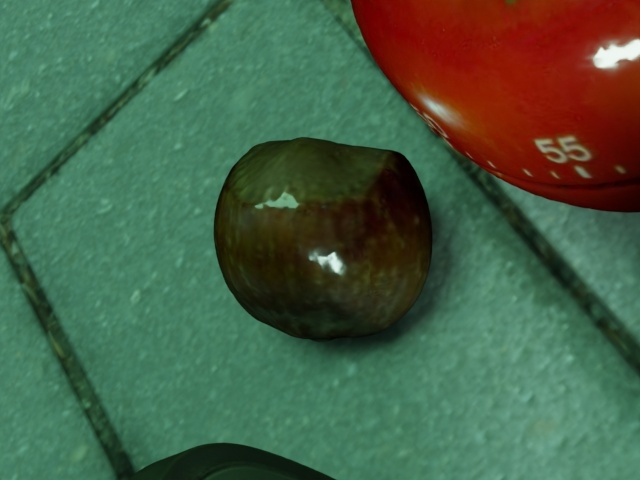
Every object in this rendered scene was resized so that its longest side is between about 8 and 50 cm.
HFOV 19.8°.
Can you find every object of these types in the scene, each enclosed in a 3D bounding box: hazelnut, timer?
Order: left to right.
[{"bbox_3d":[0.000,0.000,1.218,0.154,0.143,0.143,7,66,23],"label":"hazelnut"},{"bbox_3d":[0.199,-0.199,1.084,0.378,0.279,0.378,-21,51,29],"label":"timer"}]

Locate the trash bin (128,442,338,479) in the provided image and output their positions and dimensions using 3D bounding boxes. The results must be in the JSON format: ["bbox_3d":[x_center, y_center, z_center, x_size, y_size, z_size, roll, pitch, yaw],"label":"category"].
[{"bbox_3d":[-0.094,0.268,1.063,0.250,0.219,0.219,-28,46,30],"label":"trash bin"}]
